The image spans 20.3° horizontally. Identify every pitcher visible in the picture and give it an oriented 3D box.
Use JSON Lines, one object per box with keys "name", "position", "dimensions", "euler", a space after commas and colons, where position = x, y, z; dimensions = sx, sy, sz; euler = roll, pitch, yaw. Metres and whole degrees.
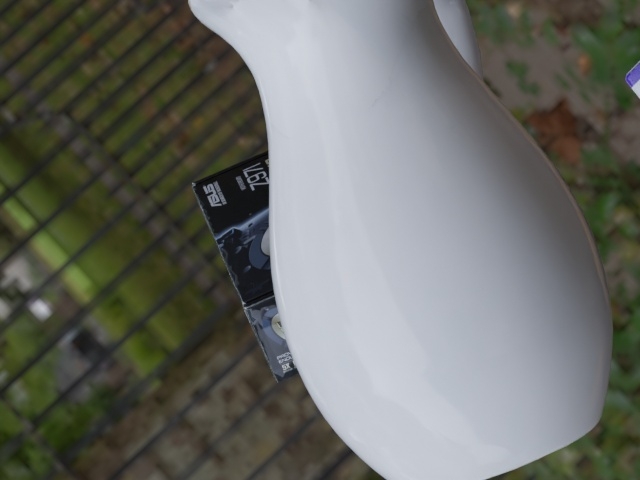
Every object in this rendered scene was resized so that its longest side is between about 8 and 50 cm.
{"name": "pitcher", "position": [0.046, -0.018, 0.715], "dimensions": [0.178, 0.125, 0.207], "euler": [-22, -89, -59]}

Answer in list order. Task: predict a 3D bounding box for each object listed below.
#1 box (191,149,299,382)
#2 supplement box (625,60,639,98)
{"name": "box", "position": [0.000, 0.000, 1.332], "dimensions": [0.180, 0.147, 0.077], "euler": [-116, 4, -54]}
{"name": "supplement box", "position": [0.344, -0.071, 1.301], "dimensions": [0.220, 0.114, 0.111], "euler": [53, -157, 21]}
